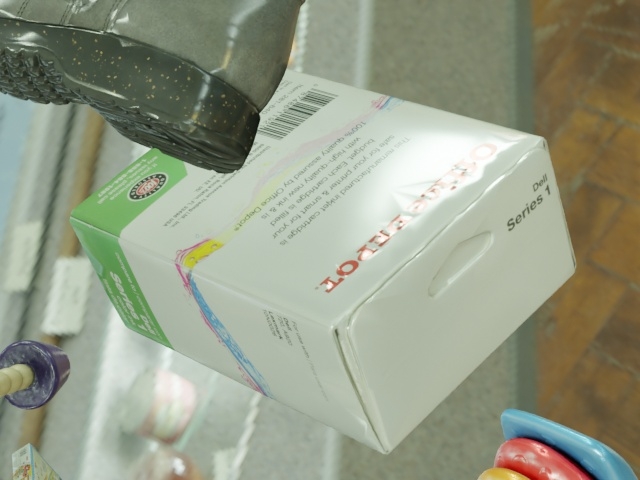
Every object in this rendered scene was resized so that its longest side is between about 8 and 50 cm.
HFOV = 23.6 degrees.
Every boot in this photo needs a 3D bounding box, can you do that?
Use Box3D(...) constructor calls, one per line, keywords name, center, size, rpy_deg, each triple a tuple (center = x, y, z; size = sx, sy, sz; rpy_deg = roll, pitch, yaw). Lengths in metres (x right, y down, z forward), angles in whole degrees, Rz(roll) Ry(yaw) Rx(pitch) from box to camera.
Box3D(name="boot", center=(-0.140, -0.194, 0.939), size=(0.338, 0.118, 0.223), rpy_deg=(23, 81, 13))

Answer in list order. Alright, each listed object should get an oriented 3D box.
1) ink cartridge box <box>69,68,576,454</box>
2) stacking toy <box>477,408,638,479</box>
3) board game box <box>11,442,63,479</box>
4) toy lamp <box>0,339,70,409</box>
Box3D(name="ink cartridge box", center=(0.000, 0.000, 1.035), size=(0.201, 0.117, 0.278), rpy_deg=(-41, 39, -26))
Box3D(name="stacking toy", center=(0.178, 0.330, 1.534), size=(0.302, 0.175, 0.165), rpy_deg=(-44, 32, -22))
Box3D(name="board game box", center=(-0.309, 0.313, 1.751), size=(0.026, 0.103, 0.154), rpy_deg=(-33, 28, 4))
Box3D(name="toy lamp", center=(-0.345, 0.153, 1.604), size=(0.080, 0.274, 0.080), rpy_deg=(1, 94, 19))
